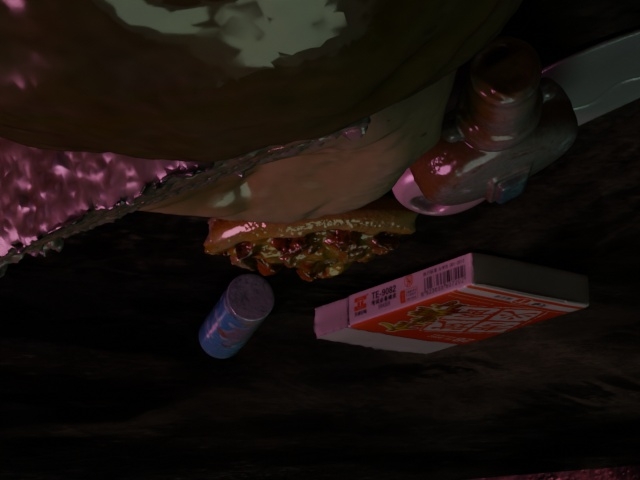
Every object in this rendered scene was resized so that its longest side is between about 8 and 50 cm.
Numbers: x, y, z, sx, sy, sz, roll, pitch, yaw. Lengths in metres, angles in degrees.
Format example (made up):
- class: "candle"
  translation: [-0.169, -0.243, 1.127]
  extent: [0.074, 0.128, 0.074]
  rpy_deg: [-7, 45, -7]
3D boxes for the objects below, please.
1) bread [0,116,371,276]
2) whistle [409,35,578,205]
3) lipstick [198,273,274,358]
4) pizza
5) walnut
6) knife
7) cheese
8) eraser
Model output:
- class: "bread"
  translation: [-0.128, -0.083, 0.699]
  extent: [0.337, 0.183, 0.102]
  rpy_deg: [-18, 175, 39]
- class: "whistle"
  translation: [0.105, -0.066, 0.890]
  extent: [0.107, 0.057, 0.220]
  rpy_deg: [-24, 167, -2]
- class: "lipstick"
  translation: [-0.082, 0.075, 1.459]
  extent: [0.048, 0.048, 0.158]
  rpy_deg: [2, 163, -14]
- class: "pizza"
  translation: [0.000, 0.000, 1.226]
  extent: [0.175, 0.046, 0.134]
  rpy_deg: [-8, 162, 16]
- class: "walnut"
  translation: [-0.058, -0.137, 0.451]
  extent: [0.282, 0.227, 0.283]
  rpy_deg: [10, 158, 4]
- class: "knife"
  translation: [0.165, -0.095, 0.979]
  extent: [0.081, 0.043, 0.336]
  rpy_deg: [21, 146, -34]
- class: "cheese"
  translation: [-0.029, -0.081, 0.827]
  extent: [0.235, 0.117, 0.218]
  rpy_deg: [-13, 162, 21]
- class: "eraser"
  translation: [0.124, 0.065, 1.474]
  extent: [0.157, 0.038, 0.230]
  rpy_deg: [10, 159, -37]
